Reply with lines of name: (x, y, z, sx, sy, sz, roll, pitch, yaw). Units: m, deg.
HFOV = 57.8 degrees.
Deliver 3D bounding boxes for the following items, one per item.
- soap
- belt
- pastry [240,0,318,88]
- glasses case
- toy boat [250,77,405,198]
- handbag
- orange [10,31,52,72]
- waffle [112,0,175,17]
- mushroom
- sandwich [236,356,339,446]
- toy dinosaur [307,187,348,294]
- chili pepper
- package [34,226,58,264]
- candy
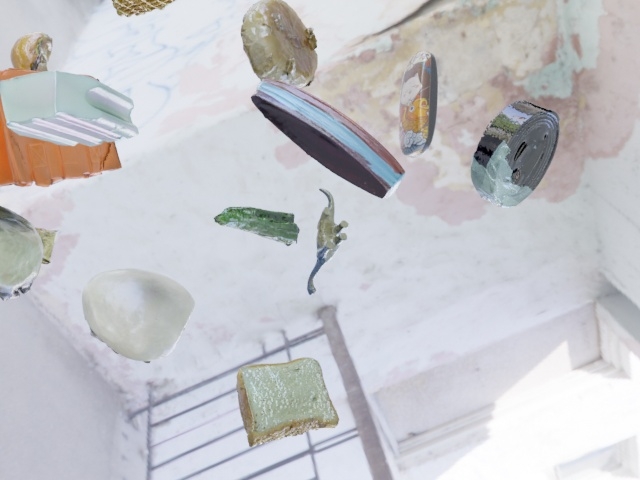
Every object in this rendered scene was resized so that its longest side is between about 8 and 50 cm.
soap: (-0.451, -0.237, 1.053, 0.230, 0.145, 0.091, 8, 72, -82)
belt: (0.362, -0.158, 1.082, 0.078, 0.151, 0.198, 42, -61, 46)
pastry: (-0.103, -0.518, 1.532, 0.236, 0.121, 0.256, 5, 75, -57)
glasses case: (0.286, -0.400, 1.699, 0.122, 0.082, 0.320, 154, -57, -66)
toy boat: (0.005, -0.225, 1.254, 0.392, 0.079, 0.136, 37, -43, 9)
handbag: (-0.728, -0.300, 1.566, 0.410, 0.116, 0.303, -34, 116, -69)
orange: (-0.896, -0.567, 1.795, 0.170, 0.113, 0.160, -122, -137, -54)
waffle: (-0.468, -0.652, 1.556, 0.191, 0.191, 0.038, -70, 142, -86)
mushroom: (-0.638, -0.009, 1.082, 0.248, 0.129, 0.344, 37, -8, -26)
sandwich: (-0.097, 0.437, 1.610, 0.087, 0.251, 0.226, 107, -29, -41)
toy dinosaur: (0.000, 0.000, 1.534, 0.188, 0.075, 0.247, -46, -134, 51)
chili pepper: (-0.150, -0.036, 1.328, 0.227, 0.059, 0.088, 6, 57, -46)
package: (-0.938, 0.015, 1.935, 0.031, 0.108, 0.120, 51, 49, -76)
candy: (-0.690, 0.247, 2.193, 0.386, 0.427, 0.186, -51, 164, -53)
